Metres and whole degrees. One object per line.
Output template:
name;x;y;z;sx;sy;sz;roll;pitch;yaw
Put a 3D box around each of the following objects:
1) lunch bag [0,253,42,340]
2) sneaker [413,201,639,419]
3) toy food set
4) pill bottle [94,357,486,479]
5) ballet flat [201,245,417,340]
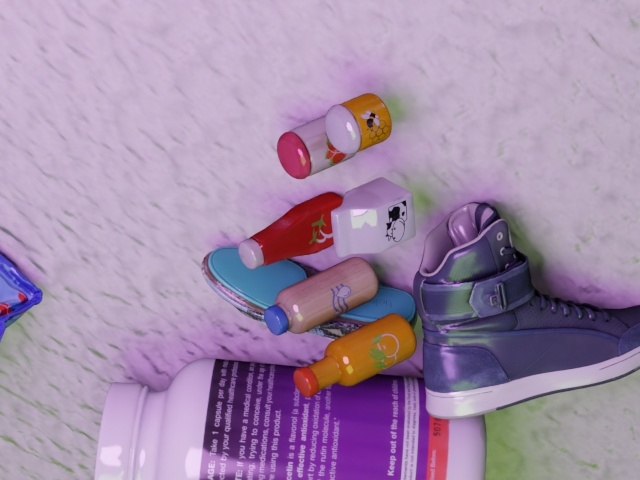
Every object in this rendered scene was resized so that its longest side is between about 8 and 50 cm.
lunch bag;-0.421;0.022;1.330;0.221;0.138;0.293;-34;105;25
sneaker;0.182;0.041;1.315;0.226;0.086;0.163;-14;101;-19
toy food set;0.000;0.000;1.256;0.104;0.111;0.232;-25;126;-28
pill bottle;-0.026;0.198;1.383;0.323;0.181;0.181;6;126;-1
ballet flat;-0.014;0.057;1.355;0.188;0.070;0.070;17;125;-5
